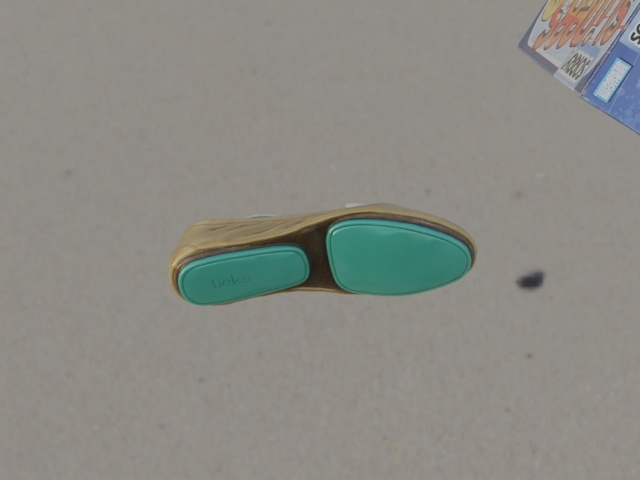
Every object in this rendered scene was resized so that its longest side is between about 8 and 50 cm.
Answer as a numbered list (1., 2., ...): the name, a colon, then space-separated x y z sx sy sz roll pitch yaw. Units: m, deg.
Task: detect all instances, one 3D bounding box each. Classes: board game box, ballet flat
1. board game box: 0.143 -0.119 0.543 0.035 0.136 0.201 31 12 -5
2. ballet flat: 0.000 0.000 0.997 0.232 0.080 0.073 -4 34 2
